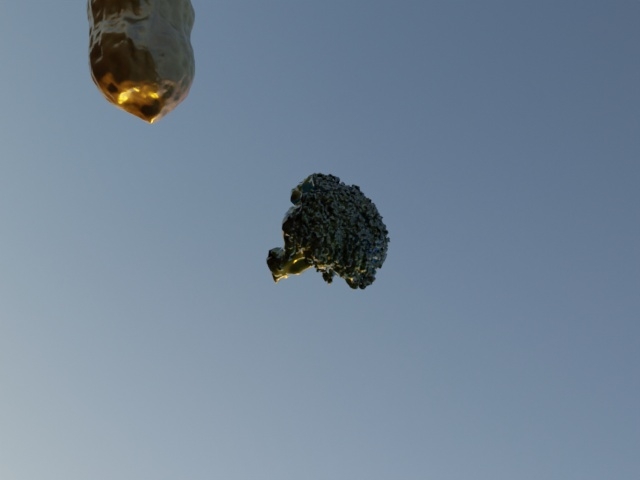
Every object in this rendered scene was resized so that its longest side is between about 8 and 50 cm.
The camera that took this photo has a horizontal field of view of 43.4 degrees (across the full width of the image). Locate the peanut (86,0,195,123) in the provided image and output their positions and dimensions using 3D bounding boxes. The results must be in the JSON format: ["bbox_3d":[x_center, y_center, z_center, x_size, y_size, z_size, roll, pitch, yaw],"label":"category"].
[{"bbox_3d":[-0.241,-0.286,1.061,0.159,0.143,0.291,64,12,-46],"label":"peanut"}]

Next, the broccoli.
[{"bbox_3d":[0.000,0.000,0.950,0.160,0.167,0.154,-24,-65,19],"label":"broccoli"}]
